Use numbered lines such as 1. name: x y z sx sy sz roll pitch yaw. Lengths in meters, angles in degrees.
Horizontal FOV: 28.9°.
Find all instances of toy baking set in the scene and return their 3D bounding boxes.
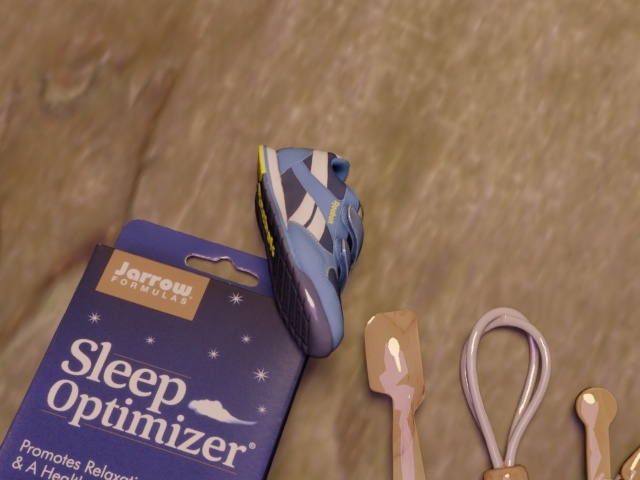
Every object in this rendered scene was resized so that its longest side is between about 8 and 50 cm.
1. toy baking set: 0.121 0.150 0.705 0.256 0.030 0.197 23 84 5

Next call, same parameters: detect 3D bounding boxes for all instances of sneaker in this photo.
1. sneaker: 0.000 0.000 0.687 0.059 0.053 0.144 -2 50 -13

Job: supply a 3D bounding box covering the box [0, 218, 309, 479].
1. box: -0.086 0.088 0.671 0.136 0.036 0.225 17 59 5
